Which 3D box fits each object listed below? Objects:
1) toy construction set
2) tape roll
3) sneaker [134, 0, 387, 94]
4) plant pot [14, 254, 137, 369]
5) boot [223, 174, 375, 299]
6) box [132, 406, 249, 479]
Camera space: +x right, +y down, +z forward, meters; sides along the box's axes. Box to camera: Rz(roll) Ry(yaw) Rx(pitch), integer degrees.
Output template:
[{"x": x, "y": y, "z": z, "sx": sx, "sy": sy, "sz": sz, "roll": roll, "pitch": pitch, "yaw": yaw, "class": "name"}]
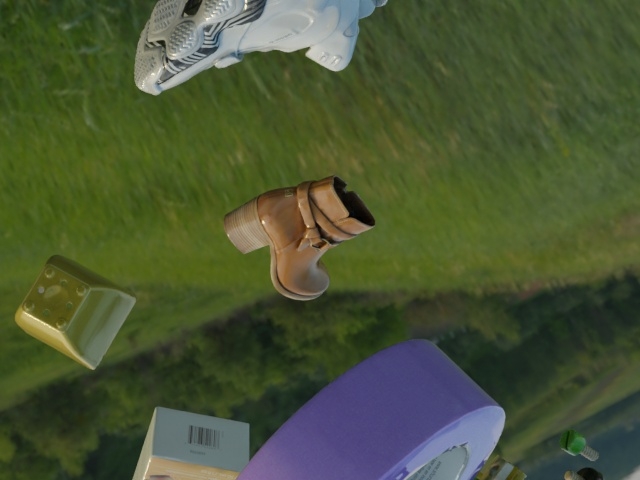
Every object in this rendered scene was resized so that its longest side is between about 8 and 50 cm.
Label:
[{"x": 0.247, "y": 0.422, "z": 1.566, "sx": 0.309, "sy": 0.237, "sz": 0.257, "roll": -48, "pitch": -161, "yaw": 23, "class": "toy construction set"}, {"x": 0.034, "y": 0.216, "z": 0.923, "sx": 0.275, "sy": 0.090, "sz": 0.274, "roll": -36, "pitch": 152, "yaw": -23, "class": "tape roll"}, {"x": -0.083, "y": -0.282, "z": 1.421, "sx": 0.210, "sy": 0.137, "sz": 0.366, "roll": 24, "pitch": 137, "yaw": -35, "class": "sneaker"}, {"x": -0.229, "y": 0.059, "z": 0.964, "sx": 0.081, "sy": 0.081, "sz": 0.083, "roll": -61, "pitch": 170, "yaw": -11, "class": "plant pot"}, {"x": 0.000, "y": 0.000, "z": 1.247, "sx": 0.152, "sy": 0.073, "sz": 0.197, "roll": -20, "pitch": 145, "yaw": 25, "class": "boot"}, {"x": -0.177, "y": 0.319, "z": 1.404, "sx": 0.130, "sy": 0.091, "sz": 0.170, "roll": 12, "pitch": 124, "yaw": -12, "class": "box"}]
